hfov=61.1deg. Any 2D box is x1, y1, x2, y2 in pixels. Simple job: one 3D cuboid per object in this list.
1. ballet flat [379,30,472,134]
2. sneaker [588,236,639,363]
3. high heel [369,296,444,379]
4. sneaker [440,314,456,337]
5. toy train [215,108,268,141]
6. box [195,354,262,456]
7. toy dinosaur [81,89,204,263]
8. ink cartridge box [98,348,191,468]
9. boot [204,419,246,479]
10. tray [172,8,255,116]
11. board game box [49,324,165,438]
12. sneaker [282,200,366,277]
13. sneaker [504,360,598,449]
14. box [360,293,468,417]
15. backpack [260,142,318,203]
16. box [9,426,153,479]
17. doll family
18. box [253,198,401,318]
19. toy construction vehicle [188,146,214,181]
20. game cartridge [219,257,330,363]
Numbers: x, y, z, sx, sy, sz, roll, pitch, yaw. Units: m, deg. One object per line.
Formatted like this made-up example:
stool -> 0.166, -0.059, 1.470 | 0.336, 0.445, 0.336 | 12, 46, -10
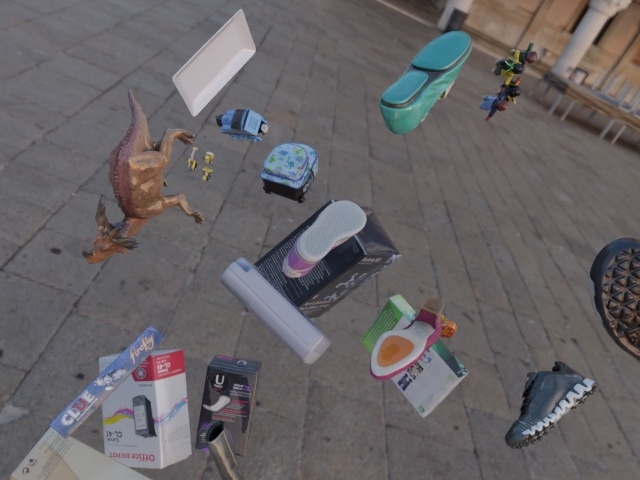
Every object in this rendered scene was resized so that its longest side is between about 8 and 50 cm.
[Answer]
ballet flat -> 0.180, -0.266, 0.934 | 0.083, 0.087, 0.247 | 26, 58, 29
sneaker -> 0.338, 0.081, 0.571 | 0.235, 0.084, 0.097 | 49, 14, -21
high heel -> 0.162, 0.210, 1.036 | 0.082, 0.117, 0.244 | 23, 39, 22
sneaker -> 0.320, 0.228, 1.467 | 0.064, 0.175, 0.068 | 26, 74, -4
toy train -> -0.240, -0.351, 1.635 | 0.184, 0.080, 0.105 | 15, -5, 41
box -> -0.290, 0.523, 1.738 | 0.165, 0.271, 0.143 | 10, 2, -1
toy dinosaur -> -0.322, -0.098, 0.936 | 0.127, 0.296, 0.200 | 17, 28, 31
ink cartridge box -> -0.500, 0.472, 1.545 | 0.226, 0.307, 0.131 | -9, -7, 26
boot -> -0.241, 0.597, 1.393 | 0.076, 0.209, 0.190 | -12, 16, -7
tray -> -0.276, -0.462, 1.406 | 0.030, 0.145, 0.270 | 29, 71, 24
board game box -> -0.419, 0.276, 1.079 | 0.042, 0.165, 0.243 | 46, 64, -6
sneaker -> -0.001, -0.001, 1.428 | 0.102, 0.161, 0.282 | 49, 47, 7
sneaker -> 0.439, 0.323, 1.089 | 0.234, 0.078, 0.106 | -29, 53, -20
box -> 0.285, 0.361, 1.710 | 0.058, 0.232, 0.322 | -17, 56, -42
backpack -> -0.059, -0.152, 1.122 | 0.104, 0.084, 0.114 | 18, 58, 17
box -> -0.461, 0.532, 1.115 | 0.311, 0.148, 0.121 | 28, 38, 0
doll family -> 0.440, -0.372, 1.276 | 0.075, 0.193, 0.111 | 8, 18, -14
box -> 0.013, 0.075, 1.780 | 0.212, 0.395, 0.293 | 58, 24, 19
toy construction vehicle -> -0.402, -0.255, 1.820 | 0.085, 0.098, 0.035 | 21, 12, 10
game cartridge -> -0.069, 0.116, 0.897 | 0.196, 0.060, 0.294 | 40, -6, 1
